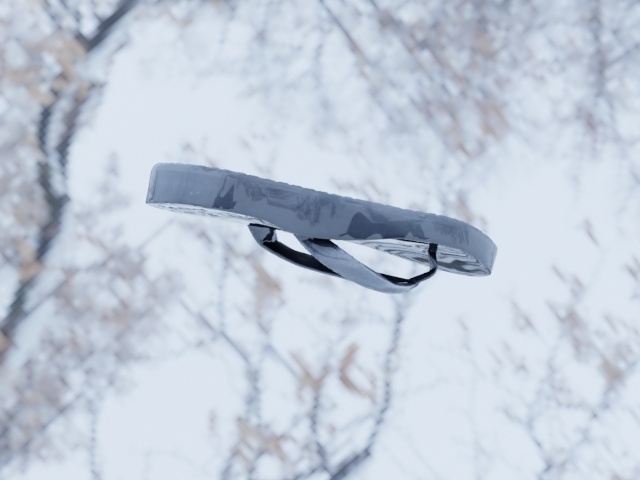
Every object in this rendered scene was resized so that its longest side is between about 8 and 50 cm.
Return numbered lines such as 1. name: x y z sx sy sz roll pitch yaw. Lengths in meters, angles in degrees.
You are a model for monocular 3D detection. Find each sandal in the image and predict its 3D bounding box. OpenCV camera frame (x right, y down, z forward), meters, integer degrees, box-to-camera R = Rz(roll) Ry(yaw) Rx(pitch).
1. sandal: -0.001 0.000 1.208 0.097 0.254 0.054 1 -99 56
